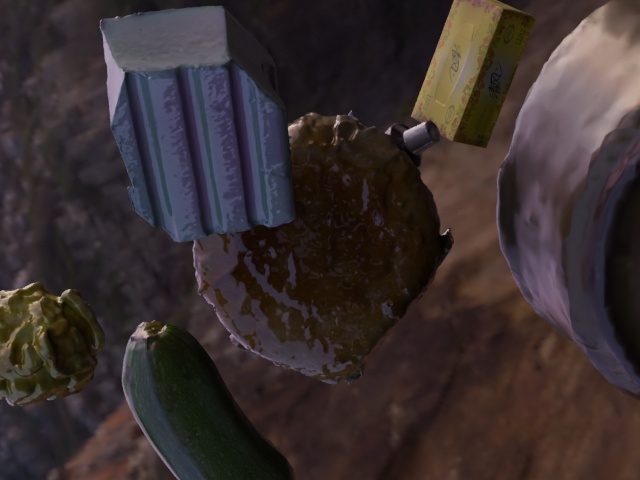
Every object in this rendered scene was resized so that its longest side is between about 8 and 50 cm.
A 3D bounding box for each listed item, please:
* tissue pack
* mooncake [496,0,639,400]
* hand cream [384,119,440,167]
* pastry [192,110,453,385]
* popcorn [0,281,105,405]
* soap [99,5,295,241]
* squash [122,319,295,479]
[{"bbox_3d":[0.188,-0.215,1.992,0.062,0.176,0.095,8,-161,-36],"label":"tissue pack"},{"bbox_3d":[0.385,-0.032,1.560,0.394,0.393,0.246,27,-170,-28],"label":"mooncake"},{"bbox_3d":[0.009,-0.074,1.670,0.050,0.257,0.084,62,-155,-25],"label":"hand cream"},{"bbox_3d":[-0.005,0.002,1.564,0.235,0.257,0.121,37,-177,-1],"label":"pastry"},{"bbox_3d":[-0.430,0.157,2.468,0.216,0.235,0.181,-8,-97,-35],"label":"popcorn"},{"bbox_3d":[-0.103,-0.102,1.362,0.230,0.145,0.091,86,173,-53],"label":"soap"},{"bbox_3d":[-0.079,0.146,1.172,0.219,0.068,0.077,55,-138,-35],"label":"squash"}]
